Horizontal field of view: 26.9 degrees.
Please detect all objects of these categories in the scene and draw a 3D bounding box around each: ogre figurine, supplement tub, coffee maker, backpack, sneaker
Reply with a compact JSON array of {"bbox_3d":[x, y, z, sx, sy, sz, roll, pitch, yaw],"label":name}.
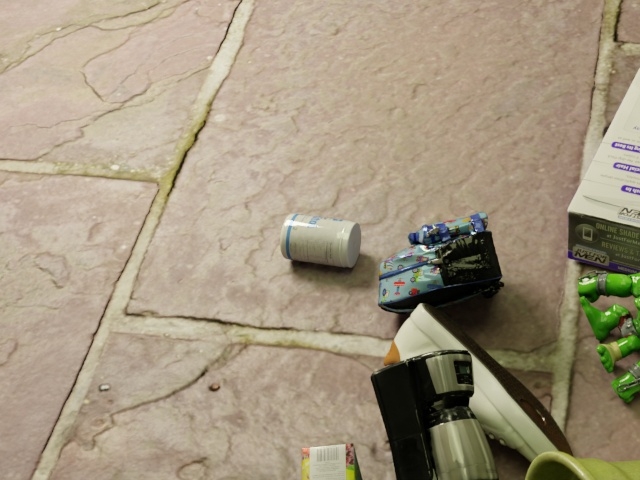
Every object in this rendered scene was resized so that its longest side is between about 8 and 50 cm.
[{"bbox_3d":[0.419,0.110,1.776,0.118,0.097,0.197,-24,28,13],"label":"ogre figurine"},{"bbox_3d":[0.000,0.000,1.977,0.107,0.071,0.071,7,48,18],"label":"supplement tub"},{"bbox_3d":[0.122,0.237,1.630,0.171,0.120,0.178,-17,70,10],"label":"coffee maker"},{"bbox_3d":[0.156,0.038,1.847,0.173,0.158,0.117,-14,85,3],"label":"backpack"},{"bbox_3d":[0.198,0.217,1.729,0.290,0.106,0.123,45,103,30],"label":"sneaker"}]

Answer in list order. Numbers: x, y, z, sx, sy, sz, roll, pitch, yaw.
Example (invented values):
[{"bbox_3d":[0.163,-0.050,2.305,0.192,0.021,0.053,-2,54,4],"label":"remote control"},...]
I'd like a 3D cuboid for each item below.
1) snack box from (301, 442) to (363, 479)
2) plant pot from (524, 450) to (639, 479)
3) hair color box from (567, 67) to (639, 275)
[{"bbox_3d":[0.022,0.368,1.537,0.070,0.174,0.207,-8,44,6],"label":"snack box"},{"bbox_3d":[0.391,0.342,1.454,0.254,0.276,0.276,-9,44,-14],"label":"plant pot"},{"bbox_3d":[0.501,-0.098,1.949,0.185,0.110,0.339,16,49,23],"label":"hair color box"}]
